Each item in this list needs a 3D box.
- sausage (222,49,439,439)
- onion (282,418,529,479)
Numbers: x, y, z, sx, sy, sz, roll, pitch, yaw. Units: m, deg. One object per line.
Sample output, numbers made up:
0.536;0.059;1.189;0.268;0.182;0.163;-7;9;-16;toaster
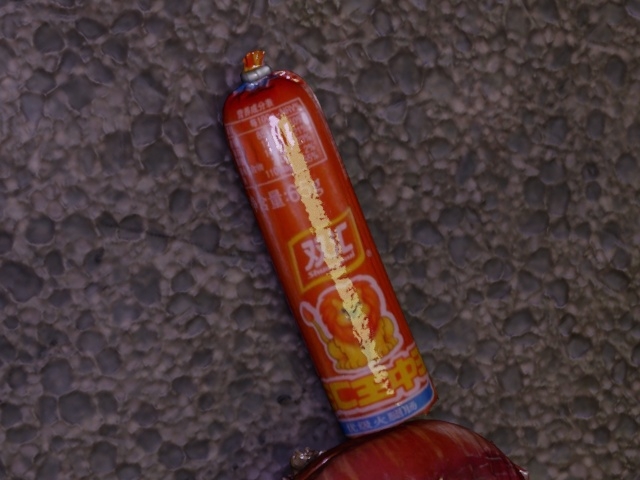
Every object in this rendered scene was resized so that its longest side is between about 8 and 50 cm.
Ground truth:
0.000;0.000;1.330;0.074;0.074;0.274;-24;99;-19;sausage
0.034;0.208;1.311;0.230;0.163;0.230;-19;127;-27;onion
